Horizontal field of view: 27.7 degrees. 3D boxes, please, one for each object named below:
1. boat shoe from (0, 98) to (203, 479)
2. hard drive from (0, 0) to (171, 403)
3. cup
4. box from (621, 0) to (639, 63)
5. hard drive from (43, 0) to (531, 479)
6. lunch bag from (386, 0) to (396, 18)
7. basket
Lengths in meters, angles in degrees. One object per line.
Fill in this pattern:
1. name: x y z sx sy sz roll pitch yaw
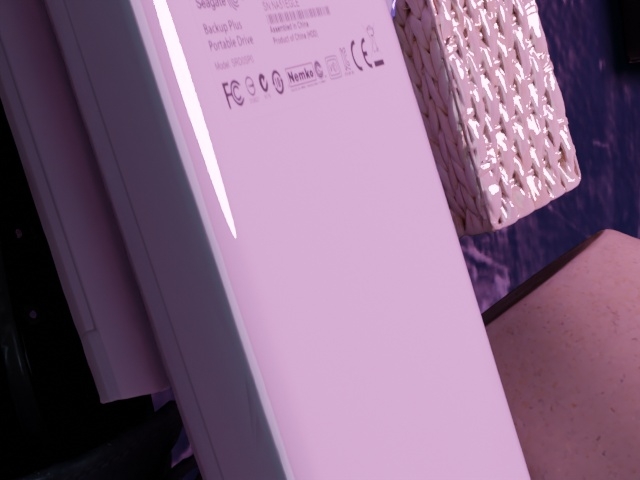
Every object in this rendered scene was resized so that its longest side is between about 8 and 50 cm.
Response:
1. boat shoe: -0.144 0.117 0.548 0.186 0.156 0.501 -17 99 -45
2. hard drive: -0.074 -0.109 0.550 0.203 0.040 0.308 -27 101 -64
3. cup: 0.177 0.135 0.776 0.331 0.331 0.237 -33 85 -40
4. box: 0.328 -0.287 1.100 0.216 0.060 0.270 -9 93 -45
5. hard drive: 0.000 0.000 0.544 0.233 0.047 0.353 -30 104 -64
6. lunch bag: -0.046 -0.142 0.704 0.176 0.090 0.219 19 74 -38
7. basket: 0.082 -0.087 0.816 0.113 0.103 0.167 -27 106 -41
